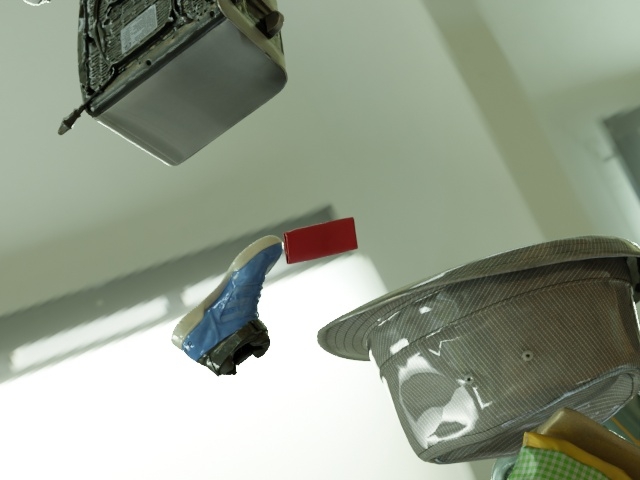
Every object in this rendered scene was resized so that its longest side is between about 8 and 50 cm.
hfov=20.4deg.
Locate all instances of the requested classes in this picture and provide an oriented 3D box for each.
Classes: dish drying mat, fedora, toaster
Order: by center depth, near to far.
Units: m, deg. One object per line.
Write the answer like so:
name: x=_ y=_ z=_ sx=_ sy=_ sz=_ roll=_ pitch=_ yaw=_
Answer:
fedora: x=0.145 y=0.100 z=1.401 sx=0.244 sy=0.275 sz=0.124 roll=41 pitch=-148 yaw=-66
toaster: x=-0.119 y=-0.170 z=1.475 sx=0.110 sy=0.186 sz=0.168 roll=36 pitch=-149 yaw=-37
dish drying mat: x=0.000 y=0.000 z=1.665 sx=0.083 sy=0.008 sz=0.032 roll=-13 pitch=-83 yaw=-38

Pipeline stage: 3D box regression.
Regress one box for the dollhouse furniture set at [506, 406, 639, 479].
dollhouse furniture set: x=0.262 y=0.229 z=1.164 sx=0.301 sy=0.151 sz=0.197 roll=31 pitch=-131 yaw=-2

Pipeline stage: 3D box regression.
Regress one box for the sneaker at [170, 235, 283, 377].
sneaker: x=-0.069 y=0.070 z=1.775 sx=0.084 sy=0.058 sz=0.152 roll=37 pitch=-109 yaw=19

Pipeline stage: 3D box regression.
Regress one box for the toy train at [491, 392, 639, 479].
toy train: x=0.265 y=0.200 z=1.866 sx=0.334 sy=0.190 sz=0.142 roll=46 pitch=-156 yaw=2

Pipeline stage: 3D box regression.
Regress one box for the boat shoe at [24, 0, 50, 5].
boat shoe: x=-0.232 y=-0.314 z=1.851 sx=0.076 sy=0.228 sz=0.080 roll=30 pitch=-143 yaw=-21
